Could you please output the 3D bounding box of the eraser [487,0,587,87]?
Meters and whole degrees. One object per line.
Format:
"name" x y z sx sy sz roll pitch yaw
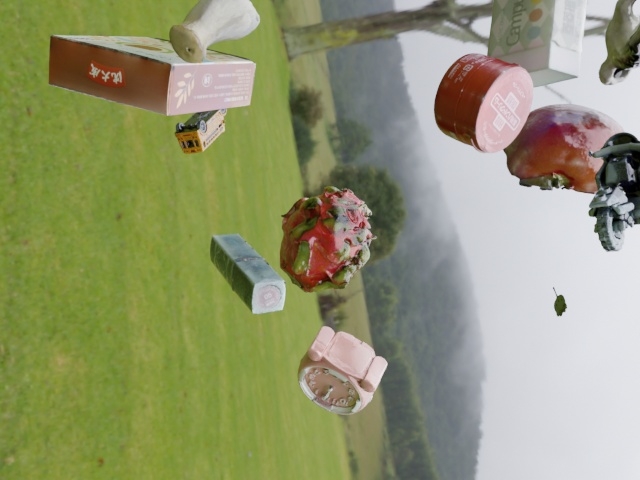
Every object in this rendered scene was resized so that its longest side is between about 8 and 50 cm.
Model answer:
"eraser" 0.516 -0.558 1.759 0.082 0.213 0.397 22 71 -42

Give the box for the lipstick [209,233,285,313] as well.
"lipstick" -0.162 0.064 1.595 0.289 0.076 0.078 -140 -131 -58

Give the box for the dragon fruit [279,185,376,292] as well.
"dragon fruit" 0.011 0.005 1.953 0.303 0.236 0.231 -63 -163 16

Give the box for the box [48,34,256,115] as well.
"box" -0.404 -0.416 1.844 0.385 0.344 0.122 -30 133 -62

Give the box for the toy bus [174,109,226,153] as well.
"toy bus" -0.328 -0.319 2.096 0.194 0.083 0.088 -60 141 -52

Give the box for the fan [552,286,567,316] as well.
"fan" 0.625 0.158 1.959 0.056 0.004 0.083 111 -24 -49

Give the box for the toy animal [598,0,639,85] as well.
"toy animal" 0.906 -0.545 1.962 0.303 0.344 0.194 87 -13 -61

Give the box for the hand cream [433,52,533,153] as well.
"hand cream" 0.342 -0.290 1.568 0.125 0.193 0.193 35 -29 41

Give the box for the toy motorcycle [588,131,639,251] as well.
"toy motorcycle" 0.526 -0.095 1.306 0.270 0.106 0.159 -36 112 -47

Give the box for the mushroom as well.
"mushroom" -0.218 -0.450 1.531 0.247 0.096 0.108 -49 146 -47

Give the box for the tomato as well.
"tomato" 0.673 -0.285 2.027 0.176 0.334 0.290 88 17 -47

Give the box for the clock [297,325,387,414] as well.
"clock" 0.050 0.383 2.114 0.142 0.227 0.241 -54 170 -46
